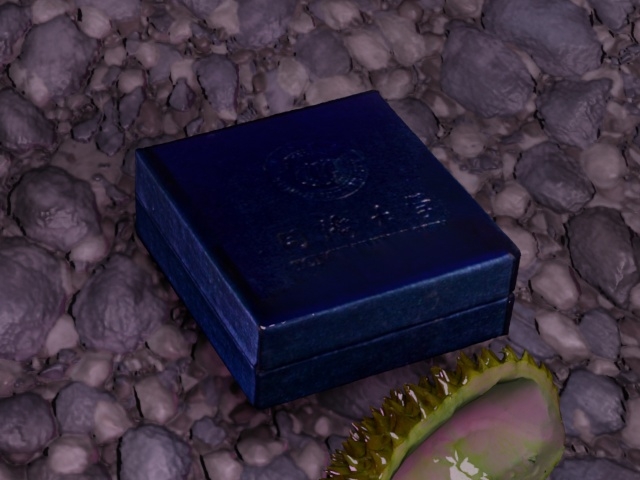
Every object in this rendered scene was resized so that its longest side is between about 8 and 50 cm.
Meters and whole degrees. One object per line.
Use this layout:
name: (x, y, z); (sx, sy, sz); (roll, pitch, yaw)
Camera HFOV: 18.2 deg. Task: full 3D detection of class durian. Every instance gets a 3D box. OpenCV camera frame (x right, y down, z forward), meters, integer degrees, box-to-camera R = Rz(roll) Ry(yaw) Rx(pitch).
durian: (0.103, 0.213, 1.790); (0.169, 0.158, 0.352); (50, 57, 0)

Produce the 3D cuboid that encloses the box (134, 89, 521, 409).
box: (0.000, 0.000, 1.840); (0.261, 0.116, 0.279); (-15, 44, -23)
